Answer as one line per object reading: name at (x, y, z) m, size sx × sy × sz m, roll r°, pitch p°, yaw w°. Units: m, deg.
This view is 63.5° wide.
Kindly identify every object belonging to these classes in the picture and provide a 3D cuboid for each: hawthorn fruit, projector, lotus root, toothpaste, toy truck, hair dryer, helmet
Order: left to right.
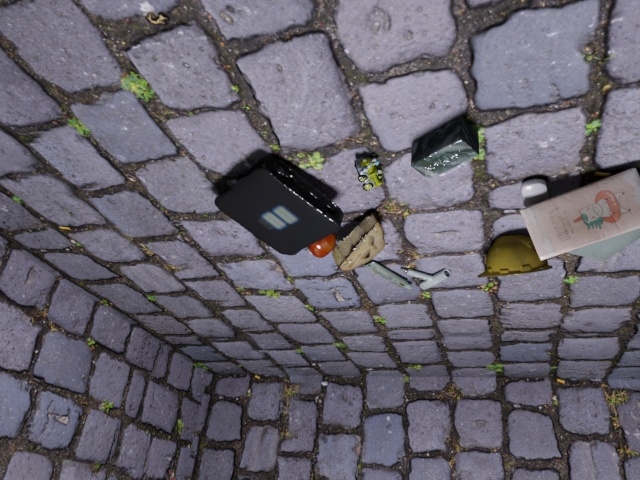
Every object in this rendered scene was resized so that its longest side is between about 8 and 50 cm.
hawthorn fruit at (0.000, 0.000, 1.905) m, size 0.128 × 0.128 × 0.128 m, roll 5°, pitch 149°, yaw 3°
lotus root at (0.156, 0.013, 1.889) m, size 0.170 × 0.074 × 0.261 m, roll 15°, pitch 129°, yaw -46°
toy truck at (0.150, -0.210, 1.578) m, size 0.077 × 0.076 × 0.111 m, roll -21°, pitch 141°, yaw 11°
toothpaste at (0.293, 0.149, 2.176) m, size 0.256 × 0.037 × 0.067 m, roll 29°, pitch 149°, yaw -27°
hair dryer at (0.416, 0.137, 2.129) m, size 0.183 × 0.044 × 0.155 m, roll 24°, pitch 143°, yaw -22°
helmet at (0.679, 0.050, 1.834) m, size 0.205 × 0.140 × 0.257 m, roll -8°, pitch 180°, yaw -44°
projector at (0.907, -0.046, 1.663) m, size 0.192 × 0.099 × 0.256 m, roll 11°, pitch 150°, yaw -8°

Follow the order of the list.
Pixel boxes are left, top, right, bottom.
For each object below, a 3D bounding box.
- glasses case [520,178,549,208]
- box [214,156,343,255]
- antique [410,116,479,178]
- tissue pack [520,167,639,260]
glasses case at (0.675, -0.125, 1.622) m, size 0.076 × 0.049 × 0.197 m, roll -11°, pitch 145°, yaw 23°
box at (-0.142, -0.101, 1.745) m, size 0.359 × 0.091 × 0.350 m, roll 38°, pitch 141°, yaw -21°
antique at (0.340, -0.252, 1.445) m, size 0.088 × 0.086 × 0.183 m, roll 30°, pitch 142°, yaw -32°
tissue pack at (0.777, -0.074, 1.517) m, size 0.326 × 0.170 × 0.071 m, roll -21°, pitch 173°, yaw 21°
